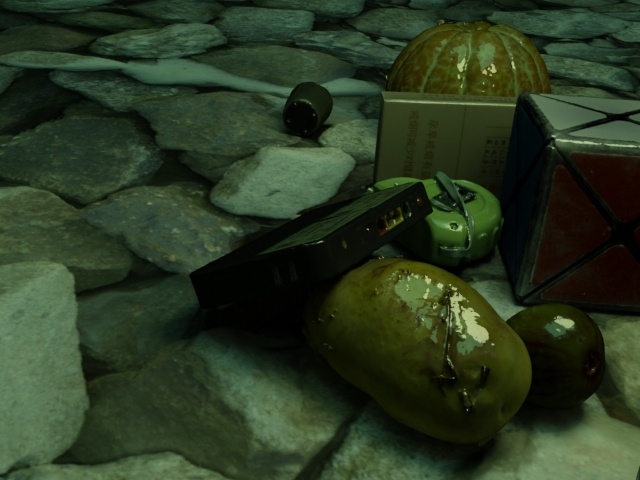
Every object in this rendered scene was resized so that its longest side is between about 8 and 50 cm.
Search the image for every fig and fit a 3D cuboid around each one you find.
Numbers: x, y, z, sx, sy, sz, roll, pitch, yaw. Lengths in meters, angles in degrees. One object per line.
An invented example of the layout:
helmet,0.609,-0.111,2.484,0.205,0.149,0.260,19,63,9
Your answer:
fig,0.238,0.121,1.035,0.124,0.124,0.236,-11,17,-27

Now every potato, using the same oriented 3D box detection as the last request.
potato,0.100,0.109,0.978,0.300,0.172,0.140,30,-6,41

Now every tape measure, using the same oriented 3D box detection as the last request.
tape measure,0.193,-0.038,1.321,0.175,0.106,0.200,-18,36,-30

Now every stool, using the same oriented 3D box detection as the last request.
stool,-0.029,-0.270,1.755,0.096,0.096,0.110,10,32,10

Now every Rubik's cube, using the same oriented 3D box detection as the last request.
Rubik's cube,0.413,-0.065,1.246,0.255,0.259,0.260,6,28,0

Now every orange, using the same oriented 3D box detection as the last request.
orange,0.295,-0.312,1.717,0.330,0.249,0.329,2,19,-1

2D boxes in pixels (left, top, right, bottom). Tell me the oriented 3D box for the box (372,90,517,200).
box,0.274,-0.141,1.426,0.366,0.204,0.051,2,28,-5

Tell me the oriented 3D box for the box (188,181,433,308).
box,0.000,0.000,1.144,0.211,0.058,0.350,-13,8,32

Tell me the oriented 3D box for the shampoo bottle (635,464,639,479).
shampoo bottle,0.402,0.260,0.810,0.192,0.073,0.074,15,29,19
